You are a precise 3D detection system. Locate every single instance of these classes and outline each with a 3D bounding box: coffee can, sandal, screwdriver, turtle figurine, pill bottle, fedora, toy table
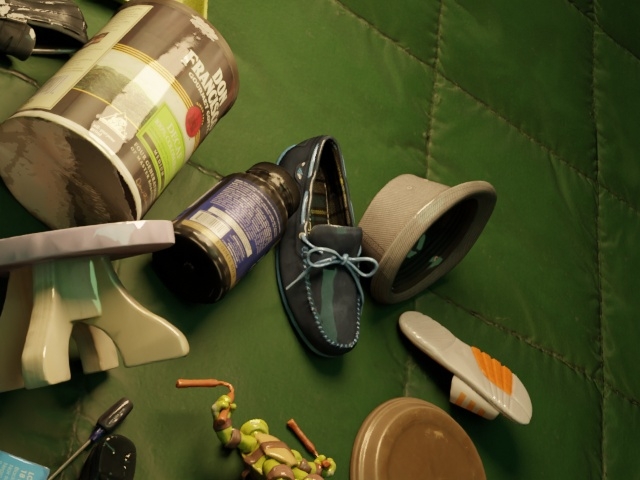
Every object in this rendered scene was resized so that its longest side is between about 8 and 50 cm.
[{"bbox_3d":[-0.254,-0.156,1.203,0.201,0.201,0.275,44,48,-16],"label":"coffee can"},{"bbox_3d":[0.226,0.218,1.532,0.265,0.076,0.102,37,32,6],"label":"sandal"},{"bbox_3d":[-0.283,0.250,1.113,0.170,0.024,0.025,-50,133,-36],"label":"screwdriver"},{"bbox_3d":[-0.065,0.279,1.187,0.269,0.217,0.087,39,87,-34],"label":"turtle figurine"},{"bbox_3d":[-0.122,-0.019,1.303,0.123,0.123,0.219,52,46,-8],"label":"pill bottle"},{"bbox_3d":[0.148,-0.022,1.504,0.124,0.243,0.275,41,44,22],"label":"fedora"},{"bbox_3d":[-0.290,0.077,1.054,0.252,0.274,0.161,6,73,-75],"label":"toy table"}]

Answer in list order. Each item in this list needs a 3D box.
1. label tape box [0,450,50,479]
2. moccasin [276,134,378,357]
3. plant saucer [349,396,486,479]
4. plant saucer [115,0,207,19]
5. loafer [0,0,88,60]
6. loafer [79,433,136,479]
[{"bbox_3d":[-0.436,0.259,0.884,0.334,0.106,0.240,26,55,-20],"label":"label tape box"},{"bbox_3d":[0.000,0.000,1.402,0.138,0.117,0.342,0,70,-41],"label":"moccasin"},{"bbox_3d":[0.161,0.371,1.418,0.278,0.041,0.278,19,59,-34],"label":"plant saucer"},{"bbox_3d":[-0.262,-0.413,1.427,0.188,0.045,0.188,18,59,-33],"label":"plant saucer"},{"bbox_3d":[-0.400,-0.274,1.220,0.223,0.076,0.078,-15,72,-47],"label":"loafer"},{"bbox_3d":[-0.254,0.309,1.067,0.062,0.061,0.170,32,48,-26],"label":"loafer"}]
